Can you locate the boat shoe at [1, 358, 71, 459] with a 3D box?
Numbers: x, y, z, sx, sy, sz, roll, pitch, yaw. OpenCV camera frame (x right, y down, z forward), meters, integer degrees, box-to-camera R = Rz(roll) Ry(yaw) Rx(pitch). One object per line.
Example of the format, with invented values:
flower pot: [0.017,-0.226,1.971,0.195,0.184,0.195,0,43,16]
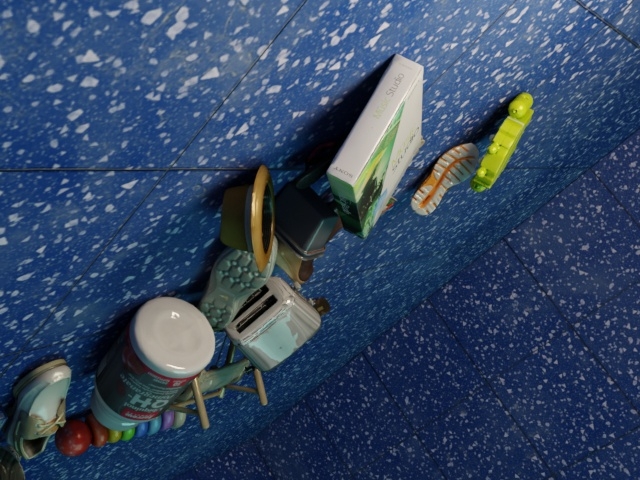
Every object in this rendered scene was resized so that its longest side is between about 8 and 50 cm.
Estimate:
boat shoe: [-0.562,0.344,1.453,0.113,0.103,0.302,-19,157,-43]

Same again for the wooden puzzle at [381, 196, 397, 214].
wooden puzzle: [0.156,-0.083,1.791,0.078,0.014,0.116,-40,163,19]

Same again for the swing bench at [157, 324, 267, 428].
swing bench: [-0.254,0.281,1.699,0.165,0.255,0.253,2,-178,31]

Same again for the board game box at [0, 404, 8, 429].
board game box: [-0.731,0.398,1.403,0.201,0.035,0.136,-15,155,-48]

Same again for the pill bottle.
pill bottle: [-0.364,0.271,1.498,0.176,0.176,0.318,-16,155,-47]

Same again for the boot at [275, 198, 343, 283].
boot: [0.000,0.000,1.587,0.207,0.090,0.248,-34,160,5]

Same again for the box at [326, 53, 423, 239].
box: [0.104,-0.149,1.266,0.232,0.058,0.322,-60,165,-9]

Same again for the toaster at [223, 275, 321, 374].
toaster: [-0.119,0.187,1.598,0.227,0.129,0.146,-39,135,-3]

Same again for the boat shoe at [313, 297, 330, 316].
boat shoe: [-0.039,0.226,2.203,0.072,0.068,0.190,-29,167,26]

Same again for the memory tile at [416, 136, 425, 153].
memory tile: [0.164,-0.167,1.573,0.113,0.012,0.148,-26,161,-27]

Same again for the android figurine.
android figurine: [0.427,-0.222,1.692,0.273,0.056,0.248,-42,158,-51]

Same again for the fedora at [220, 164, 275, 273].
fedora: [-0.125,-0.037,1.206,0.079,0.194,0.194,3,163,4]

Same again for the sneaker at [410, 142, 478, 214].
sneaker: [0.300,-0.160,1.765,0.215,0.084,0.083,-45,-172,19]

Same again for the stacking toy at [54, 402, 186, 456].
stacking toy: [-0.525,0.467,1.866,0.330,0.141,0.141,-12,154,-36]

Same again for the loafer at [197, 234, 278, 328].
loafer: [-0.166,0.062,1.450,0.319,0.112,0.111,-48,-164,47]

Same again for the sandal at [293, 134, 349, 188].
sandal: [0.010,-0.153,1.286,0.179,0.040,0.067,-43,174,-26]

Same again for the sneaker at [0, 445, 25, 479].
sneaker: [-0.822,0.573,1.565,0.410,0.158,0.182,-26,-178,-7]

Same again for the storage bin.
storage bin: [-0.029,-0.044,1.356,0.098,0.135,0.091,-12,143,-52]
